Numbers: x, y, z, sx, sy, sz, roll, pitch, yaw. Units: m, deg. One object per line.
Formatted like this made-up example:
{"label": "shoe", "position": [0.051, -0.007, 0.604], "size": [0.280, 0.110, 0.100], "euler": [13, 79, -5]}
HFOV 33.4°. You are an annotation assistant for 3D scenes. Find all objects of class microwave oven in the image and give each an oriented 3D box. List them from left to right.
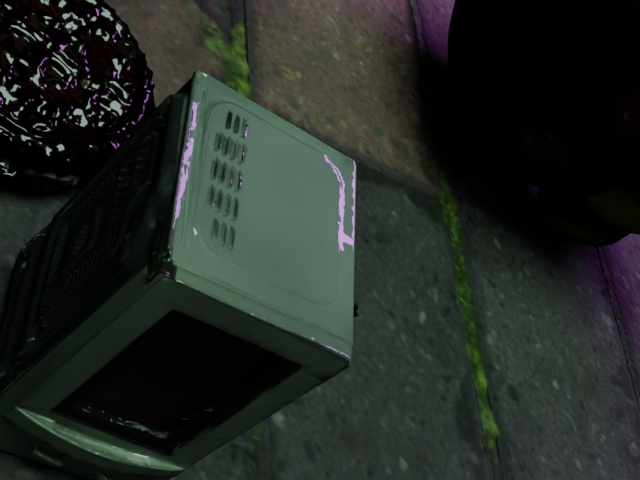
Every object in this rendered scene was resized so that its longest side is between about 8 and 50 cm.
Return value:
{"label": "microwave oven", "position": [-0.091, 0.031, 0.605], "size": [0.122, 0.208, 0.162], "euler": [27, 45, -29]}

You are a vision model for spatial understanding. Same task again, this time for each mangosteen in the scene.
{"label": "mangosteen", "position": [0.333, -0.170, 1.089], "size": [0.435, 0.382, 0.382], "euler": [55, 35, -24]}

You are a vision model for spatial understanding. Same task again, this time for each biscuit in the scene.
{"label": "biscuit", "position": [-0.201, -0.119, 0.732], "size": [0.194, 0.053, 0.194], "euler": [26, 46, -30]}

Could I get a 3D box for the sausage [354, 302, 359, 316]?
{"label": "sausage", "position": [0.000, 0.000, 0.858], "size": [0.050, 0.048, 0.145], "euler": [-3, 56, -3]}
